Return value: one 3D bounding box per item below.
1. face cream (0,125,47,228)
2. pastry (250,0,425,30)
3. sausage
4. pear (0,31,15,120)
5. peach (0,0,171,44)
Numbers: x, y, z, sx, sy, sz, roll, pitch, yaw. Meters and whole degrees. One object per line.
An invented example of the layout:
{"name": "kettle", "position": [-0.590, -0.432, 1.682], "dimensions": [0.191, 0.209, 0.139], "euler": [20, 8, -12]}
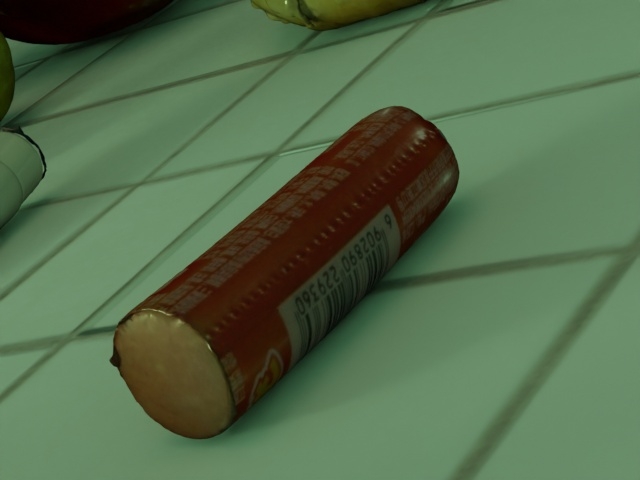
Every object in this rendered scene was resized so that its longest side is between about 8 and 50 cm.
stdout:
{"name": "face cream", "position": [-0.283, 0.001, 1.316], "dimensions": [0.092, 0.058, 0.243], "euler": [-8, 29, 28]}
{"name": "pastry", "position": [0.051, -0.312, 1.554], "dimensions": [0.284, 0.184, 0.315], "euler": [-12, 22, 35]}
{"name": "sausage", "position": [0.000, 0.000, 0.922], "dimensions": [0.074, 0.074, 0.274], "euler": [-9, 23, 39]}
{"name": "pear", "position": [-0.366, -0.153, 1.698], "dimensions": [0.149, 0.149, 0.162], "euler": [-16, 24, 24]}
{"name": "peach", "position": [-0.284, -0.373, 1.918], "dimensions": [0.406, 0.335, 0.310], "euler": [-2, 45, 38]}
